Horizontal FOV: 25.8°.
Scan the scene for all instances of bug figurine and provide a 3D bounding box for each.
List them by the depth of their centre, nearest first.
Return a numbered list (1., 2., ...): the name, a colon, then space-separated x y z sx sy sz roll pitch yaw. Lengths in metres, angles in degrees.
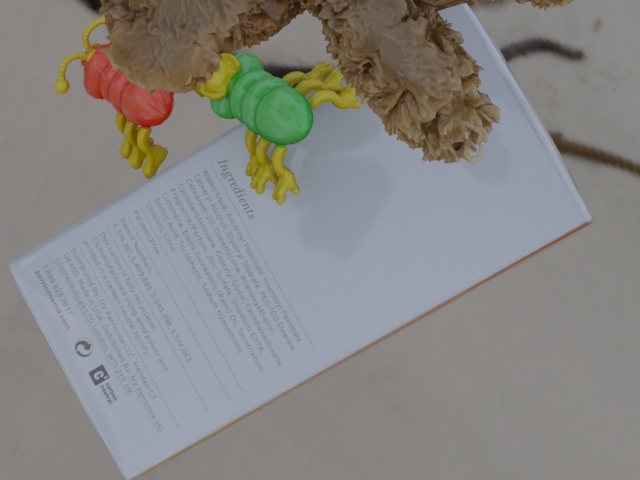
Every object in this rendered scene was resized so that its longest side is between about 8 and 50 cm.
1. bug figurine: -0.040 -0.158 0.874 0.216 0.279 0.072 33 1 41

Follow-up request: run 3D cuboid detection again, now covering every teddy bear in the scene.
1. teddy bear: 0.054 -0.169 0.655 0.245 0.338 0.113 58 15 -4

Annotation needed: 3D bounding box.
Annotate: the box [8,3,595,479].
1. box: 0.000 0.000 0.976 0.168 0.345 0.215 61 11 5
